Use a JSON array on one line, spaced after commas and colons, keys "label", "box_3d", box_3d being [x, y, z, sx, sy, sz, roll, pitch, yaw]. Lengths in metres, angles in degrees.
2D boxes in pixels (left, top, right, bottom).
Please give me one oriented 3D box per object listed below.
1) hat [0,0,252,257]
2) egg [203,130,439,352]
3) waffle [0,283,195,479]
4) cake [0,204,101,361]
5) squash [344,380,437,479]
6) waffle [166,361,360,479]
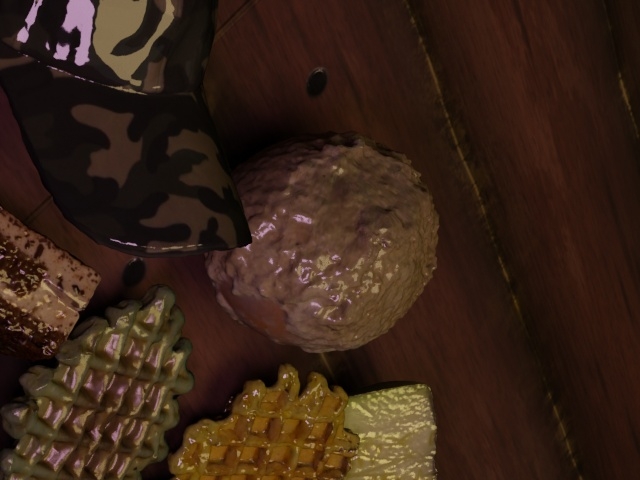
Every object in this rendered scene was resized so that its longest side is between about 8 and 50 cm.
[{"label": "hat", "box_3d": [-0.163, -0.186, 1.731, 0.366, 0.382, 0.257, -10, 142, -50]}, {"label": "egg", "box_3d": [0.000, 0.000, 2.041, 0.310, 0.279, 0.279, -19, 124, -49]}, {"label": "waffle", "box_3d": [-0.255, 0.207, 1.983, 0.309, 0.056, 0.292, -41, 146, -38]}, {"label": "cake", "box_3d": [-0.365, 0.018, 1.804, 0.246, 0.135, 0.112, 38, 67, -21]}, {"label": "squash", "box_3d": [0.040, 0.310, 2.341, 0.155, 0.204, 0.237, -44, 137, -59]}, {"label": "waffle", "box_3d": [-0.076, 0.307, 2.234, 0.312, 0.060, 0.307, -42, 132, -2]}]
